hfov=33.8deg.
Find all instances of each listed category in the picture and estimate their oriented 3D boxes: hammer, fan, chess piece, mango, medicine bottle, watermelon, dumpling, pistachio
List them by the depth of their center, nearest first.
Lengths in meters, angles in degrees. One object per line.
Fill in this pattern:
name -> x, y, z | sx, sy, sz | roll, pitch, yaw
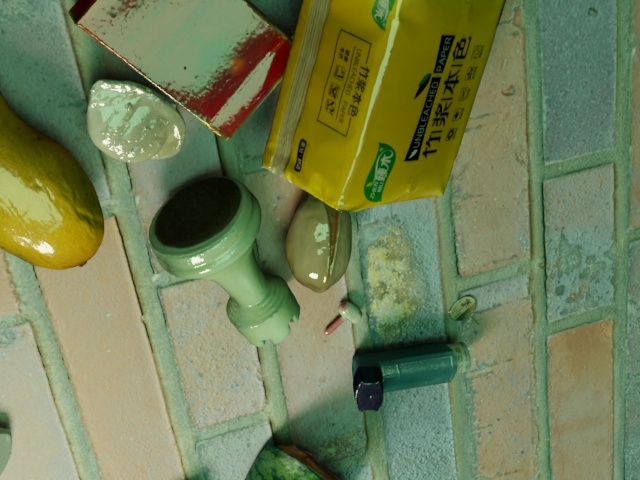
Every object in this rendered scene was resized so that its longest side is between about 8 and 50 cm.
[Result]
mango -> -0.480, -0.093, 1.642 | 0.187, 0.144, 0.359 | -47, 116, -5
dumpling -> -0.294, -0.194, 1.673 | 0.150, 0.092, 0.177 | -12, 118, 1
chess piece -> -0.147, 0.051, 1.818 | 0.194, 0.195, 0.299 | -32, 131, -1
pistachio -> 0.000, 0.000, 1.863 | 0.124, 0.124, 0.185 | -4, 115, -17
hammer -> 0.039, 0.154, 2.014 | 0.083, 0.031, 0.052 | -43, 118, 14
medicine bottle -> 0.172, 0.256, 2.060 | 0.258, 0.124, 0.079 | -8, 118, -17
fan -> 0.296, 0.138, 2.108 | 0.080, 0.003, 0.060 | 13, 113, -24
watermelon -> -0.074, 0.551, 2.123 | 0.222, 0.319, 0.292 | 37, 95, 4

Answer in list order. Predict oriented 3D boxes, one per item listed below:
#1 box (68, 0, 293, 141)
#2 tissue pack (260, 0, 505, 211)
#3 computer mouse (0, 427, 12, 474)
box -> -0.204, -0.325, 1.641 | 0.313, 0.089, 0.197 | 38, 97, -30
tissue pack -> 0.102, -0.260, 1.661 | 0.293, 0.228, 0.382 | -11, 126, -48
computer mouse -> -0.663, 0.376, 1.866 | 0.230, 0.079, 0.128 | 8, 118, -40
